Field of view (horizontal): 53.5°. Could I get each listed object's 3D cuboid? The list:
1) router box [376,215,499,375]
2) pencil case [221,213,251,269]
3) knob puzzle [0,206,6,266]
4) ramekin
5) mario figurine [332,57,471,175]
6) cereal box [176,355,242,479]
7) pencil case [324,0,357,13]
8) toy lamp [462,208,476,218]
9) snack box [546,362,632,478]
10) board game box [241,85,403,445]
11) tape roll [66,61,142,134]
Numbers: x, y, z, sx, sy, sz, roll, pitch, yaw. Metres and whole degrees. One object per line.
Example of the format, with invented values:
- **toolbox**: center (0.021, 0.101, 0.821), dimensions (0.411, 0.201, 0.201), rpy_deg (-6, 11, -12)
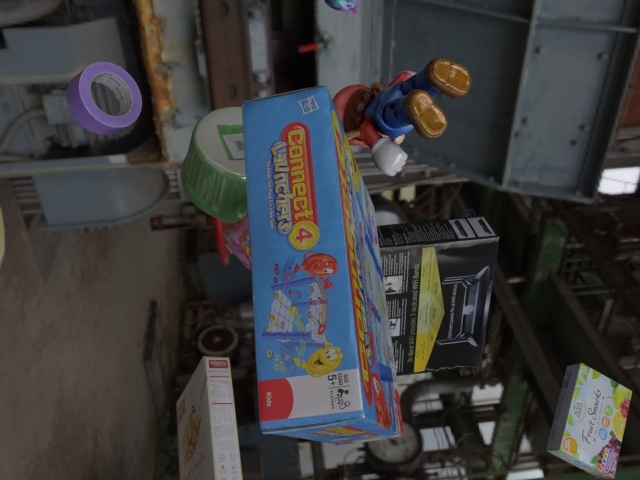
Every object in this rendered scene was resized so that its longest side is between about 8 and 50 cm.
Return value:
- **router box**: center (0.189, 0.113, 1.190), dimensions (0.081, 0.242, 0.309), rpy_deg (-104, -169, -57)
- **pencil case**: center (-0.089, -0.057, 1.471), dimensions (0.124, 0.284, 0.124), rpy_deg (44, -16, 16)
- **knob puzzle**: center (-0.509, 0.016, 0.849), dimensions (0.030, 0.213, 0.213), rpy_deg (108, -23, -63)
- **ramekin**: center (-0.198, -0.203, 1.628), dimensions (0.148, 0.303, 0.303), rpy_deg (112, -24, -48)
- **mario figurine**: center (0.146, -0.217, 1.132), dimensions (0.320, 0.198, 0.170), rpy_deg (7, -63, 66)
- **cereal box**: center (-0.170, 0.317, 0.946), dimensions (0.173, 0.047, 0.240), rpy_deg (-56, -143, 43)
- **pencil case**: center (0.056, -0.504, 1.172), dimensions (0.064, 0.070, 0.152), rpy_deg (-56, 169, -48)
- **toy lamp**: center (0.235, -0.004, 1.507), dimensions (0.080, 0.274, 0.080), rpy_deg (-17, 90, -85)
- **snack box**: center (0.409, 0.273, 0.966), dimensions (0.141, 0.100, 0.037), rpy_deg (-65, -173, -25)
- **board game box**: center (0.012, 0.051, 0.678), dimensions (0.302, 0.086, 0.308), rpy_deg (56, 27, -67)
- **tape roll**: center (-0.607, -0.399, 1.792), dimensions (0.080, 0.189, 0.189), rpy_deg (-12, -100, 43)
